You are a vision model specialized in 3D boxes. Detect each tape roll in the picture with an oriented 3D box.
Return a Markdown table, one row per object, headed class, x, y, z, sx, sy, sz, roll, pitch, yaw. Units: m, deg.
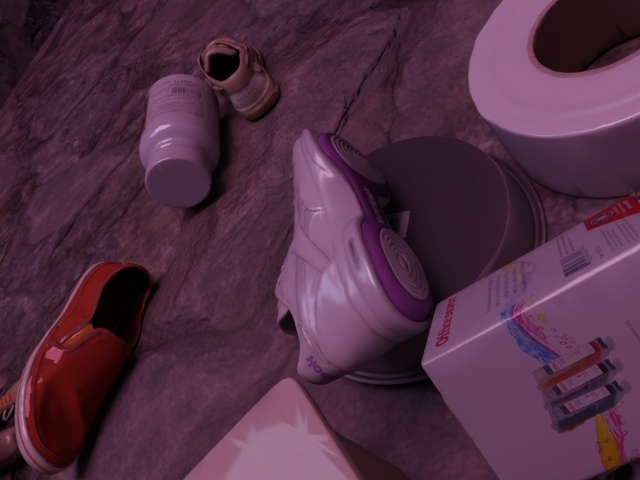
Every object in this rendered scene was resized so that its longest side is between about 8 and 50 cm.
| class | x | y | z | sx | sy | sz | roll | pitch | yaw |
| --- | --- | --- | --- | --- | --- | --- | --- | --- | --- |
| tape roll | 0.292 | -0.183 | 0.664 | 0.286 | 0.100 | 0.286 | -27 | 41 | 26 |

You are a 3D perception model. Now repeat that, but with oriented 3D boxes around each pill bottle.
| class | x | y | z | sx | sy | sz | roll | pitch | yaw |
| --- | --- | --- | --- | --- | --- | --- | --- | --- | --- |
| pill bottle | -0.233 | -0.165 | 1.142 | 0.131 | 0.131 | 0.229 | -32 | 40 | 20 |

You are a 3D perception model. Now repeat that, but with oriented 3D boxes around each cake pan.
| class | x | y | z | sx | sy | sz | roll | pitch | yaw |
| --- | --- | --- | --- | --- | --- | --- | --- | --- | --- |
| cake pan | 0.082 | 0.004 | 0.719 | 0.293 | 0.054 | 0.293 | -21 | 46 | 23 |

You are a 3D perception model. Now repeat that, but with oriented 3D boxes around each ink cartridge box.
| class | x | y | z | sx | sy | sz | roll | pitch | yaw |
| --- | --- | --- | --- | --- | --- | --- | --- | --- | --- |
| ink cartridge box | 0.181 | 0.074 | 0.488 | 0.176 | 0.127 | 0.128 | -32 | 4 | 21 |

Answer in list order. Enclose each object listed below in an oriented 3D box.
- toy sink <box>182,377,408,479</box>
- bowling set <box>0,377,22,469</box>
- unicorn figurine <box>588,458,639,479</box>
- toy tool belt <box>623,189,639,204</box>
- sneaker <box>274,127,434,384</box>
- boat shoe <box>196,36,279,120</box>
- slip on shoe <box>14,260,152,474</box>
| class | x | y | z | sx | sy | sz | roll | pitch | yaw |
| --- | --- | --- | --- | --- | --- | --- | --- | --- | --- |
| toy sink | 0.009 | 0.252 | 0.536 | 0.153 | 0.131 | 0.234 | -46 | 42 | 3 |
| bowling set | -0.539 | 0.295 | 0.998 | 0.154 | 0.200 | 0.287 | -35 | 35 | 19 |
| unicorn figurine | 0.242 | 0.149 | 0.449 | 0.111 | 0.060 | 0.162 | -51 | 30 | -21 |
| toy tool belt | 0.280 | -0.020 | 0.582 | 0.083 | 0.052 | 0.051 | -42 | 6 | 3 |
| sneaker | 0.000 | 0.000 | 0.660 | 0.152 | 0.114 | 0.305 | -45 | 32 | 23 |
| boat shoe | -0.165 | -0.316 | 1.235 | 0.109 | 0.098 | 0.302 | -43 | 37 | 8 |
| slip on shoe | -0.325 | 0.161 | 0.967 | 0.101 | 0.123 | 0.331 | -16 | 43 | 30 |
